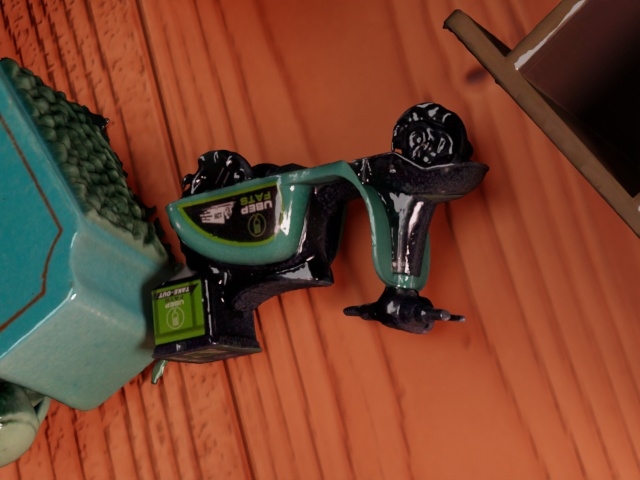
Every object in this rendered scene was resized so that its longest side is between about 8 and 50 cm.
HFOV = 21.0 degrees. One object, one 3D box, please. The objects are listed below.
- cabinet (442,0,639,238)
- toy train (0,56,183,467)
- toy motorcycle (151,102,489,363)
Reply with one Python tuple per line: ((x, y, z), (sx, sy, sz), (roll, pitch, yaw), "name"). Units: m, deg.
((0.190, -0.054, 0.619), (0.175, 0.148, 0.215), (-45, 58, 13), "cabinet")
((-0.169, 0.007, 0.853), (0.163, 0.112, 0.203), (-40, 61, 10), "toy train")
((0.000, 0.000, 0.781), (0.173, 0.058, 0.100), (-12, 77, 31), "toy motorcycle")
